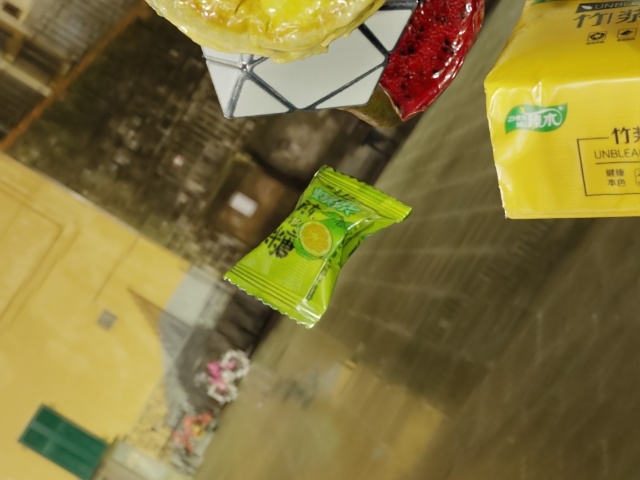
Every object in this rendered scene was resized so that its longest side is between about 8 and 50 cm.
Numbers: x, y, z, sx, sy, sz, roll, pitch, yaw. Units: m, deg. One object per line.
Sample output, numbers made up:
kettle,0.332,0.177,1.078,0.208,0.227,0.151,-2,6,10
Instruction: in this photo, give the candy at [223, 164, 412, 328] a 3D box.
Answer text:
candy,0.000,0.000,1.622,0.246,0.149,0.069,-52,-21,-25

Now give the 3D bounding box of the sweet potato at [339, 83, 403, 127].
sweet potato,0.074,-0.212,1.849,0.243,0.077,0.077,1,-54,-57

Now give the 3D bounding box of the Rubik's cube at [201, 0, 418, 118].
Rubik's cube,-0.032,-0.295,1.491,0.207,0.205,0.205,118,138,-55

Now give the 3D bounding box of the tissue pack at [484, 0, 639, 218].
tissue pack,0.419,-0.177,1.468,0.293,0.382,0.228,-58,-41,-51

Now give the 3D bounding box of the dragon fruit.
dragon fruit,0.144,-0.336,1.746,0.205,0.317,0.152,-31,-14,15

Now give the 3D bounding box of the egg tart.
egg tart,-0.051,-0.351,1.192,0.341,0.341,0.132,-57,17,12
